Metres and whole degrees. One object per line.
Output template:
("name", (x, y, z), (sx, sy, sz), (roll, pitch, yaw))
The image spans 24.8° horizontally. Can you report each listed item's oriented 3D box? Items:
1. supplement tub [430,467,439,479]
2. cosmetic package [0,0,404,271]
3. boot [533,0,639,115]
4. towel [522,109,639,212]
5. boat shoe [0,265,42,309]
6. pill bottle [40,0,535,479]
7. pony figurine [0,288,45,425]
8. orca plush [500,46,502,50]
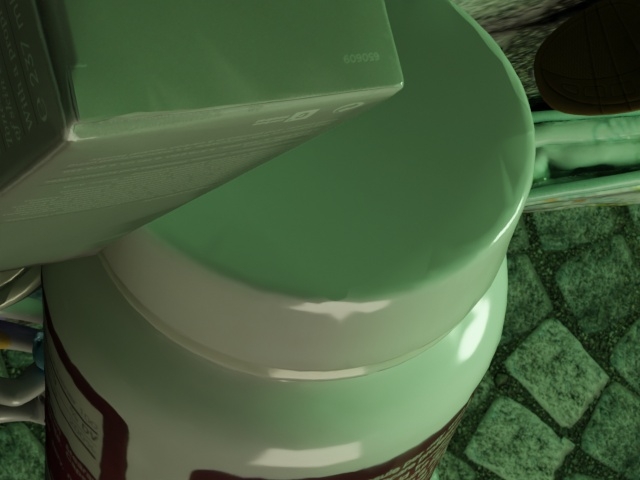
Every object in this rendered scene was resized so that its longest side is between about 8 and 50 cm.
("supplement tub", (-0.031, 0.074, 1.162), (0.194, 0.316, 0.193), (-13, 175, -1))
("cosmetic package", (-0.085, -0.066, 0.445), (0.107, 0.127, 0.238), (-12, 173, -33))
("boot", (0.266, -0.139, 0.980), (0.213, 0.077, 0.165), (-20, 175, 32))
("towel", (0.292, -0.075, 1.460), (0.375, 0.090, 0.320), (-4, 177, 14))
("boat shoe", (-0.263, 0.003, 0.846), (0.319, 0.116, 0.099), (-9, 177, 27))
("pill bottle", (-0.031, 0.053, 0.754), (0.224, 0.224, 0.392), (-13, 150, -18))
("pony figurine", (-0.205, 0.113, 1.379), (0.363, 0.302, 0.351), (10, -154, 5))
("orca plush", (0.046, -0.038, 0.955), (0.287, 0.102, 0.151), (-11, 145, -51))
